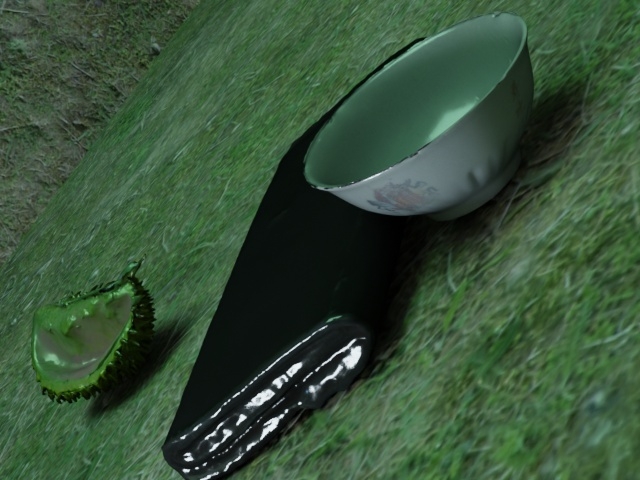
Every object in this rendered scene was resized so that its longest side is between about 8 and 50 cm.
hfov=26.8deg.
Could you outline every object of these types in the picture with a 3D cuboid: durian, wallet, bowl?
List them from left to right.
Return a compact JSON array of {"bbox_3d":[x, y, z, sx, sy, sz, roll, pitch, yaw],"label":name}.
[{"bbox_3d":[-0.226,0.105,1.425,0.220,0.095,0.137,-27,63,50],"label":"durian"},{"bbox_3d":[0.001,0.001,1.098,0.228,0.062,0.406,-38,20,34],"label":"wallet"},{"bbox_3d":[0.086,-0.070,0.952,0.189,0.086,0.189,-33,22,15],"label":"bowl"}]
